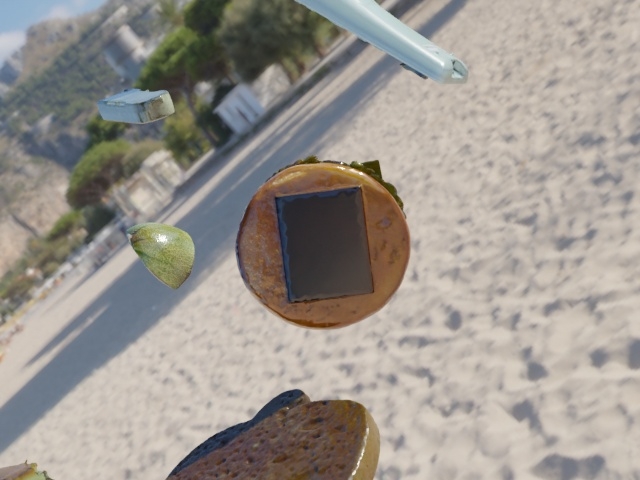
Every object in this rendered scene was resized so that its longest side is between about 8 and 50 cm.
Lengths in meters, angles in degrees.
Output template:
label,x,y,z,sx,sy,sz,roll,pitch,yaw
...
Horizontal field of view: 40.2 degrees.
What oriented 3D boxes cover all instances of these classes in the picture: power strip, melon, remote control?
label,x,y,z,sx,sy,sz,roll,pitch,yaw
power strip,-0.342,-0.251,1.632,0.080,0.048,0.286,-27,20,-23
melon,-0.308,0.008,1.695,0.079,0.128,0.160,-44,48,13
remote control,0.054,-0.280,1.091,0.051,0.293,0.103,-60,-18,23

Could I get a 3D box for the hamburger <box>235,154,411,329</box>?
label,x,y,z,sx,sy,sz,roll,pitch,yaw
hamburger,0.000,0.000,1.379,0.291,0.291,0.225,-41,4,6

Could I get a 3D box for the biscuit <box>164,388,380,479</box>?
label,x,y,z,sx,sy,sz,roll,pitch,yaw
biscuit,-0.079,0.333,1.217,0.367,0.063,0.314,-21,23,27

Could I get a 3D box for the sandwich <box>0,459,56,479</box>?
label,x,y,z,sx,sy,sz,roll,pitch,yaw
sandwich,-0.411,0.334,0.896,0.198,0.155,0.227,-10,4,29
